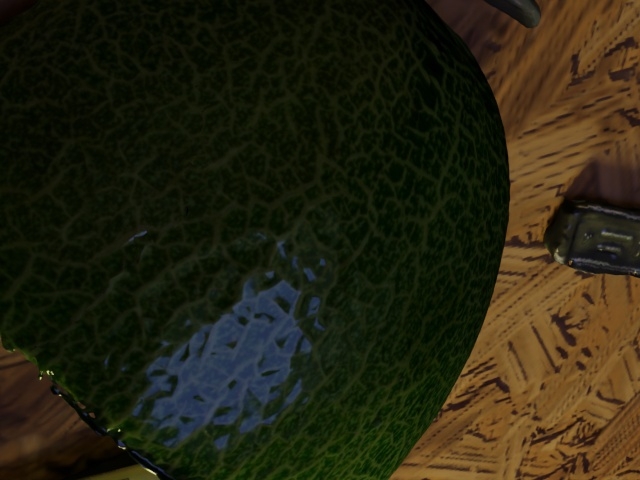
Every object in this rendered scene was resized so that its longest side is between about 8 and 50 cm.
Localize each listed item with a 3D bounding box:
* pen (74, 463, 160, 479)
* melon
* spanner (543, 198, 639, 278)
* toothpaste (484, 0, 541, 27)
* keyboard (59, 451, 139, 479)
[{"bbox_3d":[-0.102,0.108,0.748,0.204,0.025,0.025,-12,139,-20],"label":"pen"},{"bbox_3d":[0.000,0.000,0.647,0.169,0.129,0.265,-46,144,8],"label":"melon"},{"bbox_3d":[0.220,0.010,0.936,0.325,0.026,0.093,8,125,-45],"label":"spanner"},{"bbox_3d":[0.001,-0.140,0.543,0.037,0.067,0.255,-54,144,-9],"label":"toothpaste"},{"bbox_3d":[-0.118,0.139,0.796,0.310,0.018,0.101,-24,142,-18],"label":"keyboard"}]
